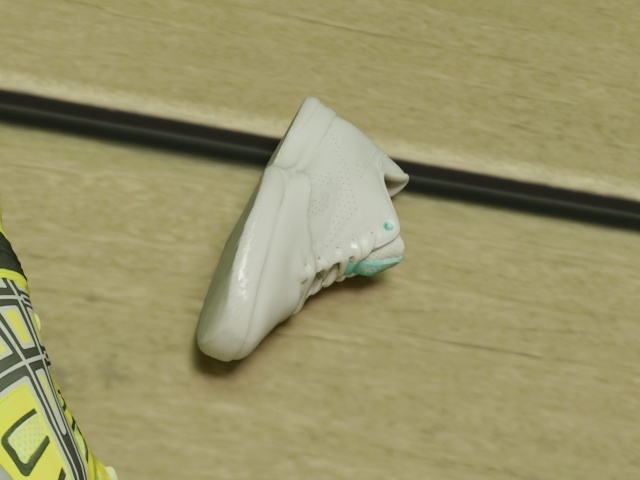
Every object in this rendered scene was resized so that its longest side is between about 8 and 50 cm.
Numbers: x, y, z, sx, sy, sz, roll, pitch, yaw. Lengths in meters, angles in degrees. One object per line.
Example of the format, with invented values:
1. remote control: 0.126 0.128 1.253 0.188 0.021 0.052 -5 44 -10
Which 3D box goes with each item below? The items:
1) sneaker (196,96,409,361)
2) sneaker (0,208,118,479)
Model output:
1. sneaker: 0.000 0.000 1.103 0.094 0.080 0.212 29 41 -3
2. sneaker: -0.182 0.089 0.928 0.147 0.145 0.384 32 31 -31
